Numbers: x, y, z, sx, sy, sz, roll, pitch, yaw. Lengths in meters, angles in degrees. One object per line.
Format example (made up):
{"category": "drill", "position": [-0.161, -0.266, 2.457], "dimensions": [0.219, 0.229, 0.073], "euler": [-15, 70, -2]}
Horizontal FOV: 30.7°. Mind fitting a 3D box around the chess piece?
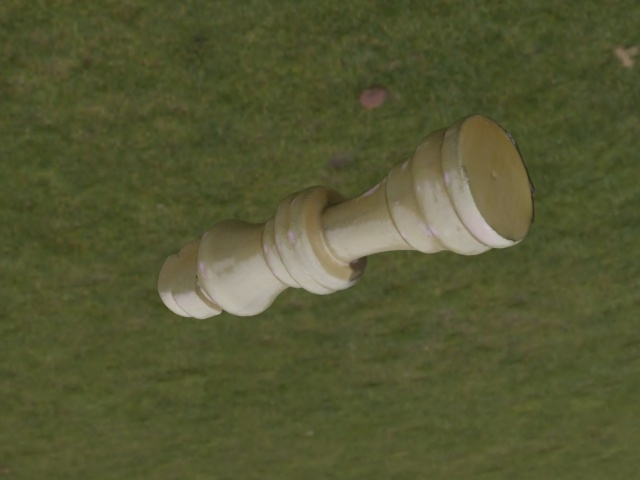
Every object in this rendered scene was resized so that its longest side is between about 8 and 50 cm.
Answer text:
{"category": "chess piece", "position": [0.000, 0.000, 1.087], "dimensions": [0.397, 0.117, 0.117], "euler": [-19, 152, 36]}
